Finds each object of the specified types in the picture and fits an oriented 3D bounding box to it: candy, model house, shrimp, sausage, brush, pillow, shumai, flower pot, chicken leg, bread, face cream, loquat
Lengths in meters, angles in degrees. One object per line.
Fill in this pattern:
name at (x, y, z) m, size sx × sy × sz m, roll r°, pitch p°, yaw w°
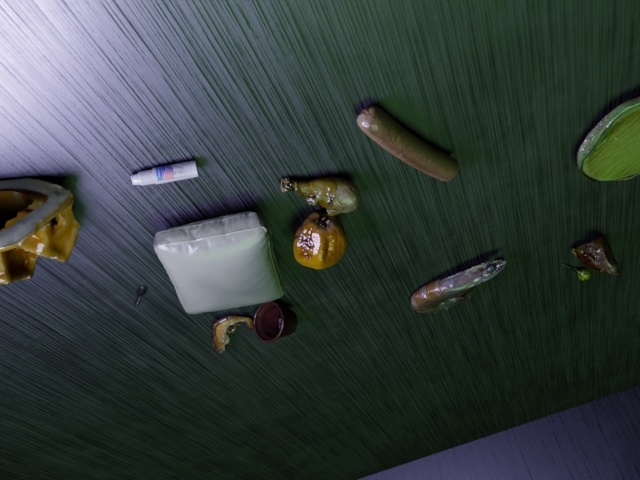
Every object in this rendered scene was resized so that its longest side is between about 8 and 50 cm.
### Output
candy at (0.765, 0.091, 2.103) m, size 0.122 × 0.035 × 0.035 m, roll 21°, pitch 150°, yaw -30°
model house at (-0.597, 0.015, 1.336) m, size 0.267 × 0.174 × 0.239 m, roll -4°, pitch 143°, yaw -12°
shrimp at (-0.239, 0.255, 1.938) m, size 0.124 × 0.034 × 0.178 m, roll -11°, pitch 141°, yaw -18°
sausage at (0.183, -0.194, 1.446) m, size 0.065 × 0.066 × 0.301 m, roll -38°, pitch 138°, yaw 29°
brush at (-0.442, 0.136, 1.709) m, size 0.024 × 0.008 × 0.083 m, roll 3°, pitch 141°, yaw -30°
pillow at (-0.221, 0.060, 1.592) m, size 0.255 × 0.120 × 0.322 m, roll -12°, pitch 148°, yaw -2°
shumai at (0.794, 0.054, 1.986) m, size 0.139 × 0.123 × 0.105 m, roll -2°, pitch 156°, yaw -42°
flower pot at (-0.112, 0.220, 1.883) m, size 0.111 × 0.111 × 0.089 m, roll -37°, pitch 152°, yaw 28°
shrimp at (0.402, 0.135, 1.996) m, size 0.316 × 0.062 × 0.164 m, roll -31°, pitch 147°, yaw 28°
chicken leg at (-0.001, -0.099, 1.505) m, size 0.178 × 0.070 × 0.093 m, roll 10°, pitch 121°, yaw -20°
bread at (0.738, -0.241, 1.612) m, size 0.301 × 0.045 × 0.301 m, roll -11°, pitch 147°, yaw -7°
face cream at (-0.306, -0.129, 1.370) m, size 0.130 × 0.034 × 0.034 m, roll -11°, pitch 145°, yaw -5°
loquat at (0.000, 0.000, 1.606) m, size 0.137 × 0.113 × 0.137 m, roll -3°, pitch 123°, yaw -4°
